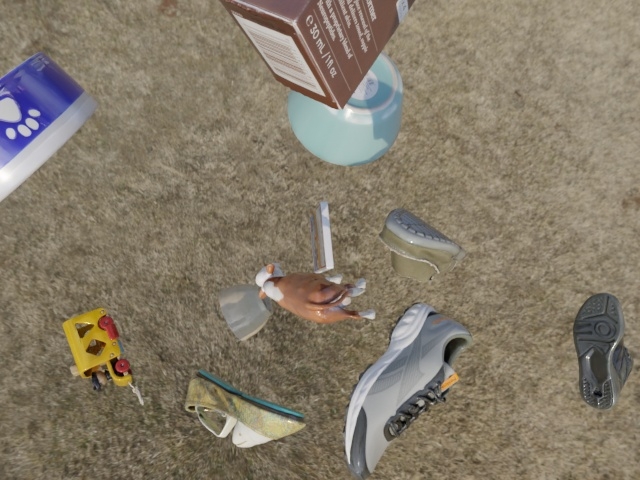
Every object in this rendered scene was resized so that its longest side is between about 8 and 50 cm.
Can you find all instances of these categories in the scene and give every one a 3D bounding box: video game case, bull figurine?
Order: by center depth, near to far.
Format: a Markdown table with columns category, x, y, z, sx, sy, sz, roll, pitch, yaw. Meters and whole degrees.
| category | x | y | z | sx | sy | sz | roll | pitch | yaw |
| --- | --- | --- | --- | --- | --- | --- | --- | --- | --- |
| bull figurine | -0.020 | 0.114 | 0.980 | 0.188 | 0.310 | 0.101 | 0 | 99 | -27 |
| video game case | 0.000 | 0.000 | 1.453 | 0.025 | 0.285 | 0.204 | -4 | 84 | -9 |

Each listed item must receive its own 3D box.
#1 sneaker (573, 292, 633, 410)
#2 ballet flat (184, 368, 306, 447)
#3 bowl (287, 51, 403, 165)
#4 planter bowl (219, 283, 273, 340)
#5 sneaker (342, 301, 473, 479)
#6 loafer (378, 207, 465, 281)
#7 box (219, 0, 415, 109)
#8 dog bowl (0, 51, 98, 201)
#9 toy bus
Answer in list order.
| category | x | y | z | sx | sy | sz | roll | pitch | yaw |
| --- | --- | --- | --- | --- | --- | --- | --- | --- | --- |
| sneaker | 0.571 | 0.209 | 0.889 | 0.130 | 0.087 | 0.228 | -12 | 98 | -47 |
| ballet flat | -0.178 | 0.383 | 0.964 | 0.348 | 0.123 | 0.123 | 6 | 57 | 39 |
| bowl | 0.080 | -0.361 | 1.093 | 0.311 | 0.163 | 0.312 | 2 | 76 | -10 |
| planter bowl | -0.204 | 0.192 | 1.271 | 0.109 | 0.162 | 0.162 | -25 | 73 | 4 |
| sneaker | 0.122 | 0.208 | 0.619 | 0.107 | 0.100 | 0.272 | 18 | 58 | 36 |
| loafer | 0.148 | 0.023 | 0.644 | 0.094 | 0.251 | 0.088 | 40 | 102 | 30 |
| box | 0.056 | -0.387 | 0.563 | 0.143 | 0.191 | 0.382 | 32 | 89 | 23 |
| dog bowl | -0.478 | -0.159 | 0.672 | 0.104 | 0.264 | 0.265 | 48 | 60 | -33 |
| toy bus | -0.470 | 0.249 | 0.932 | 0.104 | 0.202 | 0.191 | -21 | 116 | -27 |
